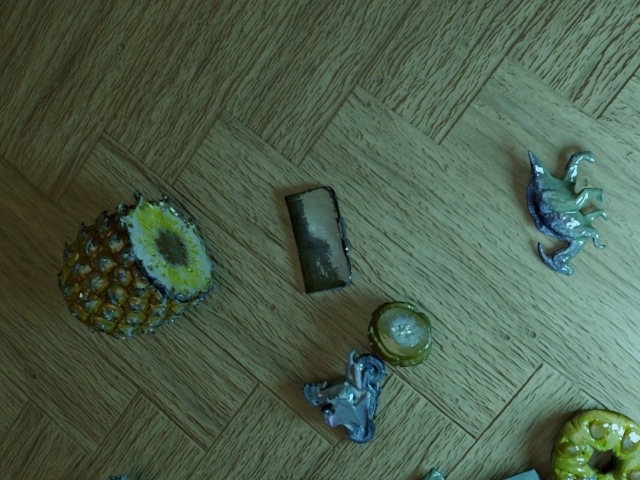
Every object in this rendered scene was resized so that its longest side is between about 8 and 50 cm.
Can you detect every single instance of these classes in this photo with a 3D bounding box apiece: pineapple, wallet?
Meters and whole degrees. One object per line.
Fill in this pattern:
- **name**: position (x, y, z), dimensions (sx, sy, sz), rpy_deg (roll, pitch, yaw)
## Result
- **pineapple**: position (-0.460, 0.073, 1.920), dimensions (0.300, 0.352, 0.352), rpy_deg (-25, 86, 27)
- **wallet**: position (0.000, 0.000, 1.916), dimensions (0.137, 0.031, 0.255), rpy_deg (-12, 90, 17)

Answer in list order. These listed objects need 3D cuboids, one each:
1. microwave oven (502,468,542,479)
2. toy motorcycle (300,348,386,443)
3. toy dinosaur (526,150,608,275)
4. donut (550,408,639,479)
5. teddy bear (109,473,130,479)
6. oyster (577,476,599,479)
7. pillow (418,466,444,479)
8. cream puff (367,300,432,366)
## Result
- **microwave oven**: position (0.454, 0.639, 1.711), dimensions (0.162, 0.208, 0.122), rpy_deg (-25, 131, 17)
- **toy motorcycle**: position (0.046, 0.366, 1.881), dimensions (0.204, 0.108, 0.239), rpy_deg (14, 97, 16)
- **toy dinosaur**: position (0.543, -0.067, 1.719), dimensions (0.162, 0.077, 0.294), rpy_deg (-14, 90, 18)
- **donut**: position (0.615, 0.477, 1.708), dimensions (0.227, 0.114, 0.226), rpy_deg (1, 94, 16)
- **teddy bear**: position (-0.500, 0.705, 2.065), dimensions (0.133, 0.111, 0.213), rpy_deg (39, 128, 50)
- **oyster**: position (0.580, 0.535, 1.654), dimensions (0.083, 0.019, 0.054), rpy_deg (39, 105, 9)
- **pillow**: position (0.217, 0.690, 1.864), dimensions (0.302, 0.075, 0.185), rpy_deg (-39, 77, 17)
- **cream puff**: position (0.185, 0.219, 1.822), dimensions (0.150, 0.115, 0.165), rpy_deg (-24, 77, -12)
